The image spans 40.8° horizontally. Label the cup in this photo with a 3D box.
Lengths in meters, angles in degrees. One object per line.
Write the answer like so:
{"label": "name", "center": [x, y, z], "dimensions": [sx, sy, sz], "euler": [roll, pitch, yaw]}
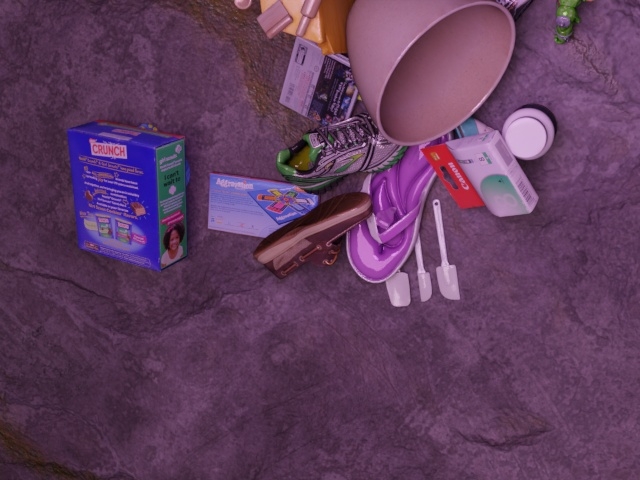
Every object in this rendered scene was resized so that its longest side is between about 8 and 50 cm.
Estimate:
{"label": "cup", "center": [0.183, -0.388, 1.710], "dimensions": [0.331, 0.331, 0.237], "euler": [-52, 56, 21]}

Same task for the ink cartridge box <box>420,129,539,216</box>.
{"label": "ink cartridge box", "center": [0.320, -0.129, 1.797], "dimensions": [0.224, 0.056, 0.181], "euler": [-9, 125, 51]}

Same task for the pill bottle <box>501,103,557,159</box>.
{"label": "pill bottle", "center": [0.432, -0.224, 1.784], "dimensions": [0.107, 0.180, 0.108], "euler": [4, 104, 17]}

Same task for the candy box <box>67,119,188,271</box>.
{"label": "candy box", "center": [-0.464, -0.114, 2.090], "dimensions": [0.268, 0.122, 0.317], "euler": [14, 118, 25]}

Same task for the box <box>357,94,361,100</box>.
{"label": "box", "center": [0.142, -0.353, 1.921], "dimensions": [0.178, 0.042, 0.109], "euler": [20, 109, 13]}

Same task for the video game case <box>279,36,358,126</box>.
{"label": "video game case", "center": [0.003, -0.348, 1.937], "dimensions": [0.173, 0.022, 0.190], "euler": [30, 136, 9]}

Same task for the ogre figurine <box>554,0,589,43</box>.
{"label": "ogre figurine", "center": [0.504, -0.496, 1.728], "dimensions": [0.096, 0.118, 0.197], "euler": [33, 111, 8]}

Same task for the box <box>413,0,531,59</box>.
{"label": "box", "center": [0.282, -0.534, 1.814], "dimensions": [0.293, 0.073, 0.295], "euler": [41, 114, 2]}

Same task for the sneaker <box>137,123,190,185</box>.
{"label": "sneaker", "center": [-0.393, -0.202, 2.127], "dimensions": [0.188, 0.067, 0.078], "euler": [50, 133, 0]}

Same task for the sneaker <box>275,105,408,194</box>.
{"label": "sneaker", "center": [0.052, -0.203, 1.893], "dimensions": [0.343, 0.146, 0.134], "euler": [-27, 65, 29]}

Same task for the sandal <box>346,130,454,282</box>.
{"label": "sandal", "center": [0.160, -0.097, 1.939], "dimensions": [0.169, 0.102, 0.416], "euler": [25, 106, 14]}

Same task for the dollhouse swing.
{"label": "dollhouse swing", "center": [-0.101, -0.534, 1.789], "dimensions": [0.304, 0.347, 0.315], "euler": [-3, 103, 18]}

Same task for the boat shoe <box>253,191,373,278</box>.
{"label": "boat shoe", "center": [0.000, 0.000, 1.983], "dimensions": [0.342, 0.123, 0.123], "euler": [-28, 109, 32]}

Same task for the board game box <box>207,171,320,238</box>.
{"label": "board game box", "center": [-0.139, -0.078, 2.087], "dimensions": [0.281, 0.027, 0.145], "euler": [9, 108, 16]}

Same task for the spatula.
{"label": "spatula", "center": [0.225, 0.031, 2.001], "dimensions": [0.168, 0.019, 0.242], "euler": [-7, 101, 20]}

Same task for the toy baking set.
{"label": "toy baking set", "center": [-0.070, -0.504, 1.584], "dimensions": [0.196, 0.030, 0.256], "euler": [32, 111, 8]}

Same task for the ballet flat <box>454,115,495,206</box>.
{"label": "ballet flat", "center": [0.353, -0.195, 1.877], "dimensions": [0.087, 0.083, 0.247], "euler": [-21, 100, 9]}
